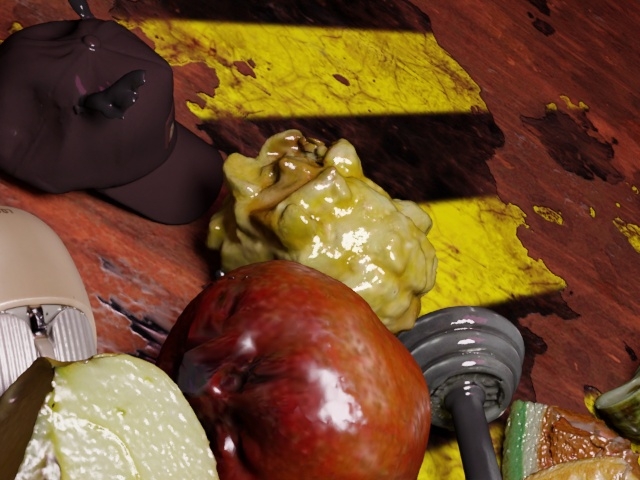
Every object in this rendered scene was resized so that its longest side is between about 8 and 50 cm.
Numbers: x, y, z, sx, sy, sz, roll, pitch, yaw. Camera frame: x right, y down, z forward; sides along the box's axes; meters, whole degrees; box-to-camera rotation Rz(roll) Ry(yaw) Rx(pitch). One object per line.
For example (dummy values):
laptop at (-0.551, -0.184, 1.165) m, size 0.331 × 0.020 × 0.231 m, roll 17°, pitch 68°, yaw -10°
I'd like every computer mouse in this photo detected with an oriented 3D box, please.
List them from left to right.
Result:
computer mouse at (-0.307, 0.060, 1.122) m, size 0.145 × 0.082 × 0.237 m, roll 0°, pitch 54°, yaw -41°

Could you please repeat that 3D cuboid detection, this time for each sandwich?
sandwich at (0.315, 0.273, 1.397) m, size 0.109 × 0.160 × 0.185 m, roll 32°, pitch 45°, yaw -43°

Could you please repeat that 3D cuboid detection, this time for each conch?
conch at (0.498, 0.209, 1.594) m, size 0.124 × 0.181 × 0.187 m, roll 43°, pitch 13°, yaw 9°

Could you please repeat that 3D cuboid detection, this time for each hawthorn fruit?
hawthorn fruit at (-0.025, 0.178, 1.119) m, size 0.311 × 0.295 × 0.295 m, roll 47°, pitch 33°, yaw -34°

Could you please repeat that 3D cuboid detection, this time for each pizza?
pizza at (0.293, 0.353, 1.276) m, size 0.062 × 0.188 × 0.199 m, roll 40°, pitch 33°, yaw -48°

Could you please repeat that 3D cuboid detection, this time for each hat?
hat at (-0.227, -0.172, 1.301) m, size 0.336 × 0.209 × 0.238 m, roll 17°, pitch 43°, yaw -31°

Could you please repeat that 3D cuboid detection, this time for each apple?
apple at (-0.220, 0.253, 0.917) m, size 0.346 × 0.254 × 0.179 m, roll -78°, pitch 158°, yaw -43°

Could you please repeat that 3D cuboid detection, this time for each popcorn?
popcorn at (0.000, 0.000, 1.312) m, size 0.286 × 0.252 × 0.215 m, roll 20°, pitch 72°, yaw 30°

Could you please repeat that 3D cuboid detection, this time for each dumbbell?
dumbbell at (0.177, 0.241, 1.263) m, size 0.179 × 0.179 × 0.406 m, roll 21°, pitch 38°, yaw -25°
